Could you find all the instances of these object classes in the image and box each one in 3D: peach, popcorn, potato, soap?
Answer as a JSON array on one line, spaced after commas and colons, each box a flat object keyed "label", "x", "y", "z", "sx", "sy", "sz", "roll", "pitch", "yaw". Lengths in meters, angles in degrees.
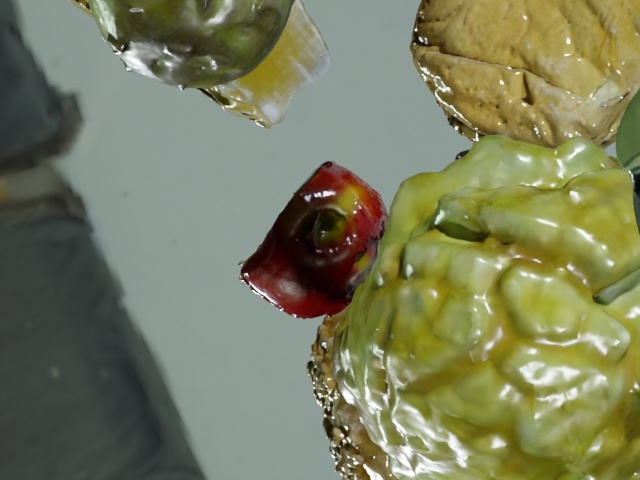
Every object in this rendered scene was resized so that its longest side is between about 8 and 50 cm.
[{"label": "peach", "x": 0.004, "y": 0.005, "z": 1.474, "sx": 0.092, "sy": 0.172, "sz": 0.127, "roll": 36, "pitch": 91, "yaw": 6}, {"label": "popcorn", "x": 0.141, "y": 0.056, "z": 1.208, "sx": 0.247, "sy": 0.282, "sz": 0.282, "roll": 14, "pitch": 118, "yaw": 22}, {"label": "potato", "x": -0.060, "y": -0.206, "z": 0.961, "sx": 0.113, "sy": 0.149, "sz": 0.251, "roll": 9, "pitch": 95, "yaw": 61}, {"label": "soap", "x": -0.131, "y": -0.202, "z": 1.288, "sx": 0.274, "sy": 0.089, "sz": 0.173, "roll": 36, "pitch": 170, "yaw": 35}]

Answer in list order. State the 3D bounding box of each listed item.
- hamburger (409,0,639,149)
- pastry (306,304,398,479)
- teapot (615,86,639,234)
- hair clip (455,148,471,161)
[{"label": "hamburger", "x": 0.215, "y": -0.210, "z": 1.643, "sx": 0.259, "sy": 0.144, "sz": 0.283, "roll": 39, "pitch": 98, "yaw": 19}, {"label": "pastry", "x": 0.094, "y": 0.164, "z": 1.796, "sx": 0.162, "sy": 0.311, "sz": 0.255, "roll": -21, "pitch": 90, "yaw": 31}, {"label": "teapot", "x": 0.130, "y": -0.028, "z": 0.491, "sx": 0.092, "sy": 0.124, "sz": 0.091, "roll": -18, "pitch": 130, "yaw": 41}, {"label": "hair clip", "x": 0.217, "y": 0.056, "z": 2.070, "sx": 0.085, "sy": 0.101, "sz": 0.330, "roll": -4, "pitch": 85, "yaw": 46}]
